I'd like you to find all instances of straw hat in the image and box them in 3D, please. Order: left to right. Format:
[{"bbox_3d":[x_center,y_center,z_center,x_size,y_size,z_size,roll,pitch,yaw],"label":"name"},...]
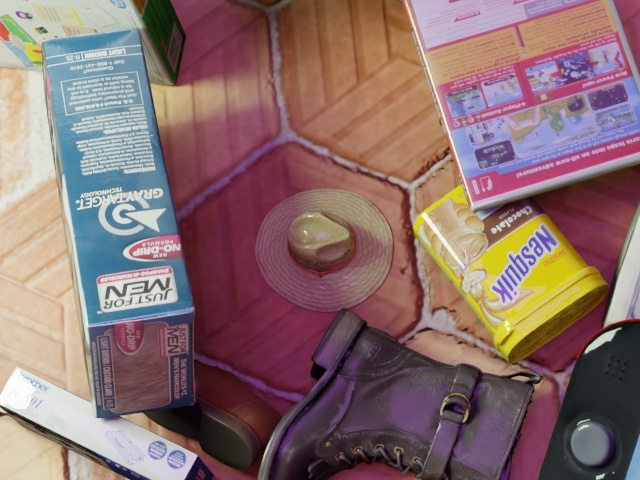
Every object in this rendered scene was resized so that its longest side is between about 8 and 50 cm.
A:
[{"bbox_3d":[0.000,0.000,2.008,0.144,0.061,0.144,-2,71,6],"label":"straw hat"}]

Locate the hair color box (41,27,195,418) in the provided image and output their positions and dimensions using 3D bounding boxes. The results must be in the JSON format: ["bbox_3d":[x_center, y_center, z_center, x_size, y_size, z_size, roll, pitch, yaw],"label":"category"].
[{"bbox_3d":[-0.200,-0.020,1.931,0.105,0.174,0.347,-8,55,-9],"label":"hair color box"}]

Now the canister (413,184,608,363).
[{"bbox_3d":[0.187,0.020,1.973,0.126,0.073,0.170,-35,69,-6],"label":"canister"}]

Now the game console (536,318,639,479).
[{"bbox_3d":[0.353,0.276,1.666,0.386,0.060,0.342,24,101,30],"label":"game console"}]

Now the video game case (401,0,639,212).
[{"bbox_3d":[0.205,-0.190,1.975,0.204,0.025,0.285,-17,79,-3],"label":"video game case"}]

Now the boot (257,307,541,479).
[{"bbox_3d":[0.074,0.208,1.919,0.229,0.091,0.263,26,83,6],"label":"boot"}]

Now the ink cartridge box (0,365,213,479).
[{"bbox_3d":[-0.212,0.197,1.948,0.207,0.097,0.046,24,76,14],"label":"ink cartridge box"}]

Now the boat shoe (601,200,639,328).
[{"bbox_3d":[0.351,-0.003,1.964,0.081,0.079,0.227,21,79,2],"label":"boat shoe"}]

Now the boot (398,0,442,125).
[{"bbox_3d":[0.135,-0.219,2.042,0.338,0.118,0.222,2,77,12],"label":"boot"}]

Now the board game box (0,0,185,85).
[{"bbox_3d":[-0.318,-0.250,2.036,0.316,0.242,0.064,7,73,9],"label":"board game box"}]

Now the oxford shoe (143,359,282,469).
[{"bbox_3d":[-0.131,0.148,1.982,0.212,0.076,0.076,33,48,18],"label":"oxford shoe"}]
